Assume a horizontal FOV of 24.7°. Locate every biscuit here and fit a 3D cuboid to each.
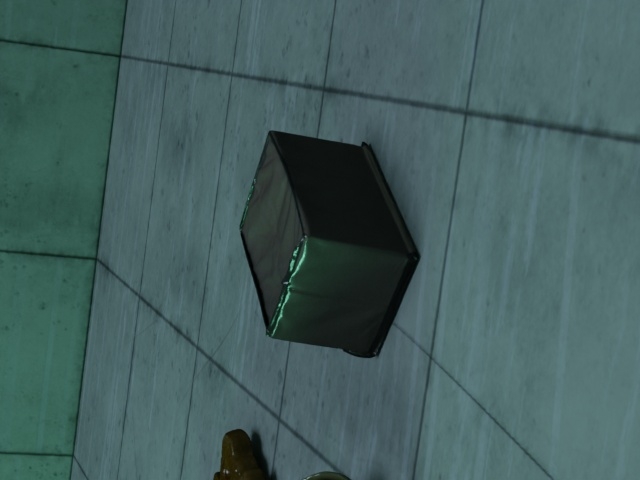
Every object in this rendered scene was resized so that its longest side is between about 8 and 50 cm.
[{"bbox_3d":[-0.132,0.451,2.290,0.301,0.043,0.278,119,148,-50],"label":"biscuit"}]

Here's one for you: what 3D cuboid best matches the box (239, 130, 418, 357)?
[{"bbox_3d":[0.000,0.000,1.888,0.252,0.153,0.188,-106,30,-49],"label":"box"}]

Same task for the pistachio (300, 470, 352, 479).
[{"bbox_3d":[-0.012,0.375,1.845,0.226,0.135,0.136,120,149,-41],"label":"pistachio"}]
